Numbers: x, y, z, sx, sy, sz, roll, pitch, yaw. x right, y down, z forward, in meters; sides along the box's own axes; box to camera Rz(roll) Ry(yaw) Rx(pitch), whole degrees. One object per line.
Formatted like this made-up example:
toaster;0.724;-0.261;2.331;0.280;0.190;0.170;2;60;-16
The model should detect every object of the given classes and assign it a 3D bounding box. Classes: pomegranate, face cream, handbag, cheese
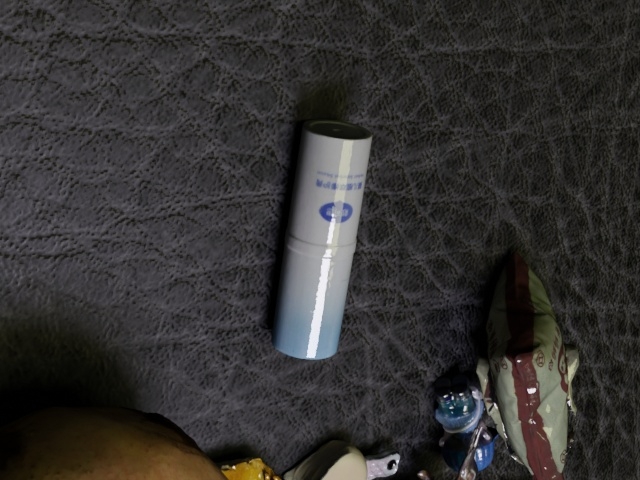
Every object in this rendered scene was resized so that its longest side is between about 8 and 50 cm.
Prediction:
pomegranate;-0.218;0.303;1.371;0.322;0.322;0.322;-21;124;-35
face cream;0.000;0.000;1.564;0.077;0.077;0.250;-9;116;-40
handbag;0.260;0.163;1.823;0.127;0.213;0.235;-12;125;8
cheese;0.029;0.277;1.756;0.171;0.047;0.092;-28;130;-30

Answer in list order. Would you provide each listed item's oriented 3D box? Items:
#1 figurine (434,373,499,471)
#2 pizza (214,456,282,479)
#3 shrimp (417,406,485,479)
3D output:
figurine;0.184;0.239;1.863;0.077;0.079;0.136;-12;135;10
pizza;-0.098;0.338;1.635;0.297;0.071;0.189;0;85;-41
shrimp;0.133;0.363;1.836;0.116;0.145;0.343;-7;122;-55
